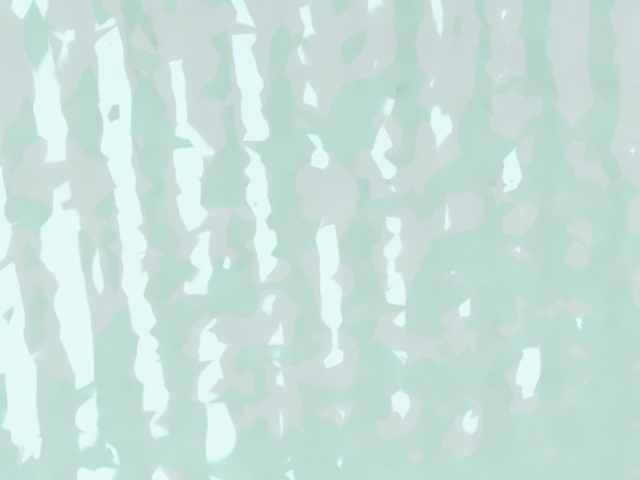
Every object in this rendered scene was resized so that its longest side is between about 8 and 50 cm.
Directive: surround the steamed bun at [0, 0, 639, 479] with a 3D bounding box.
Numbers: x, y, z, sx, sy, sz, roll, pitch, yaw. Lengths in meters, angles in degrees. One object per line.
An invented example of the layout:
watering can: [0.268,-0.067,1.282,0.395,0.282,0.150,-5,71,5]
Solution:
steamed bun: [0.000,0.000,0.488,0.374,0.241,0.374,-3,111,-9]
